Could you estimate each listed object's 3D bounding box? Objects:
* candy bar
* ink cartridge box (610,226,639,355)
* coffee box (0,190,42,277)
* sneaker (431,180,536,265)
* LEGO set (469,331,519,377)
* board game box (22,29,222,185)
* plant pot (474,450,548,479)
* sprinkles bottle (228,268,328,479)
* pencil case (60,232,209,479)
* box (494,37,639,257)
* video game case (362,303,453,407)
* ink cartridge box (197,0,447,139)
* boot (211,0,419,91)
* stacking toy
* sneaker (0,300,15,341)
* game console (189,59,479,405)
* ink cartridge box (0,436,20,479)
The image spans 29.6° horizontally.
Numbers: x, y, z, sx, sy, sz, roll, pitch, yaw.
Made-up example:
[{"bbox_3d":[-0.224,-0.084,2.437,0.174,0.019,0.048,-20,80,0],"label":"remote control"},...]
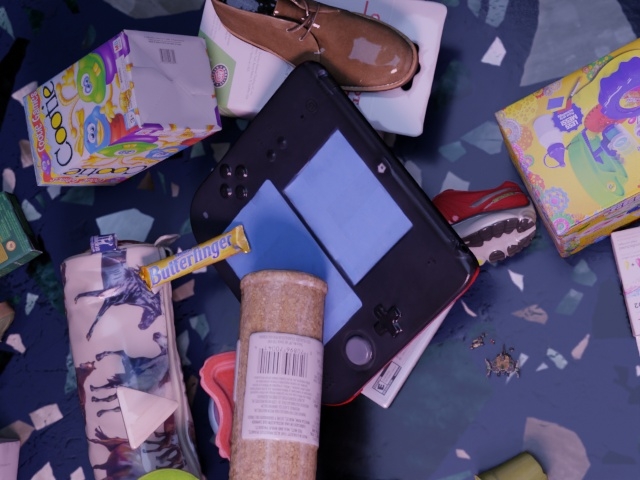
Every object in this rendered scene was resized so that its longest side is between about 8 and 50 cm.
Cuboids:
[{"bbox_3d":[-0.178,0.026,1.707,0.161,0.018,0.040,-22,87,-10],"label":"candy bar"},{"bbox_3d":[0.468,0.069,1.652,0.104,0.061,0.181,-13,81,11],"label":"ink cartridge box"},{"bbox_3d":[-0.539,0.015,1.890,0.184,0.040,0.113,-31,78,7],"label":"coffee box"},{"bbox_3d":[0.164,-0.012,1.714,0.279,0.107,0.118,-13,46,7],"label":"sneaker"},{"bbox_3d":[0.251,0.167,1.712,0.054,0.023,0.083,-31,65,5],"label":"LEGO set"},{"bbox_3d":[-0.290,-0.182,1.742,0.275,0.144,0.142,-20,78,45],"label":"board game box"},{"bbox_3d":[0.267,0.332,1.662,0.079,0.083,0.083,-36,77,-6],"label":"plant pot"},{"bbox_3d":[-0.056,0.220,1.571,0.121,0.121,0.355,0,73,12],"label":"sprinkles bottle"},{"bbox_3d":[-0.263,0.197,1.745,0.183,0.160,0.410,-18,78,34],"label":"pencil case"},{"bbox_3d":[0.404,-0.130,1.579,0.290,0.279,0.177,-27,79,7],"label":"box"},{"bbox_3d":[0.075,0.117,1.754,0.173,0.022,0.190,32,92,14],"label":"video game case"},{"bbox_3d":[0.003,-0.263,1.764,0.353,0.119,0.207,12,87,14],"label":"ink cartridge box"},{"bbox_3d":[-0.015,-0.284,1.650,0.305,0.115,0.112,21,88,13],"label":"boot"},{"bbox_3d":[-0.143,0.317,1.659,0.279,0.130,0.309,-3,74,-12],"label":"stacking toy"},{"bbox_3d":[-0.523,0.187,1.859,0.192,0.064,0.086,-43,84,5],"label":"sneaker"},{"bbox_3d":[0.000,0.000,1.669,0.386,0.060,0.342,53,128,16],"label":"game console"},{"bbox_3d":[-0.574,0.425,1.809,0.201,0.117,0.278,4,85,13],"label":"ink cartridge box"}]
